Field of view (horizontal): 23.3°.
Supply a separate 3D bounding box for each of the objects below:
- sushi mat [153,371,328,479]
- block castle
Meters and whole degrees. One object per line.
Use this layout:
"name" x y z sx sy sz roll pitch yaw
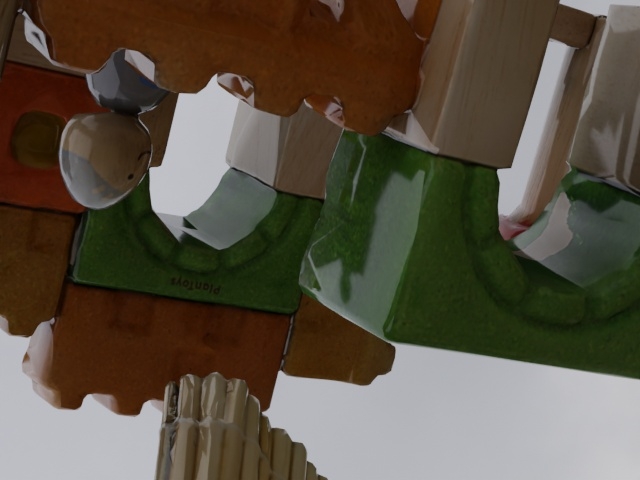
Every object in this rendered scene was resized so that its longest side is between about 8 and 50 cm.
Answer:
"sushi mat" 0.017 0.148 0.280 0.151 0.019 0.316 45 -164 -19
"block castle" 0.000 0.000 0.542 0.453 0.303 0.213 10 -79 -29
